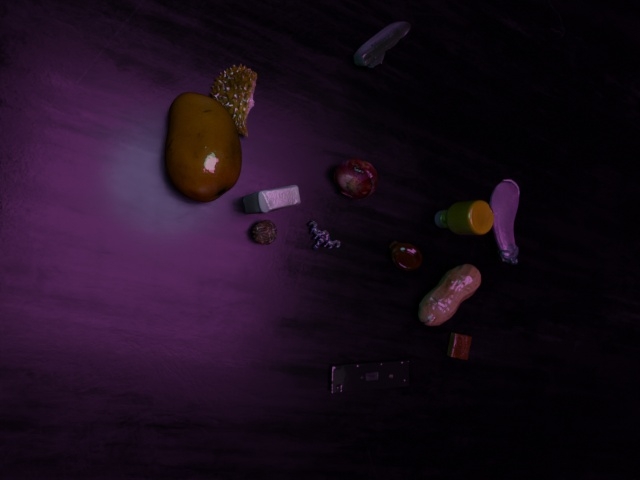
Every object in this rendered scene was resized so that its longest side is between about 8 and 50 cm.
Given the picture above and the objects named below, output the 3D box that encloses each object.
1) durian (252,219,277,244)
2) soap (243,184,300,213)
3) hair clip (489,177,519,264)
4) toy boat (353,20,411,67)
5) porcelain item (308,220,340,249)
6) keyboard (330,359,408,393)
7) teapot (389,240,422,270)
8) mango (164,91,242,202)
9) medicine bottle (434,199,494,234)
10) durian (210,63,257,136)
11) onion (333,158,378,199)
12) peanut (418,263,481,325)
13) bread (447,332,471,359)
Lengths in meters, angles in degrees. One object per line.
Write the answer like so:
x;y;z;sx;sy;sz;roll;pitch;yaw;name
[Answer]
-0.173;-0.026;1.373;0.091;0.080;0.080;10;87;-45;durian
-0.149;-0.118;1.325;0.121;0.183;0.063;-14;97;-25;soap
0.745;-0.081;1.802;0.095;0.110;0.358;12;79;-65;hair clip
0.224;-0.684;1.547;0.260;0.078;0.085;-43;131;-16;toy boat
0.000;0.000;1.485;0.136;0.021;0.075;37;80;-20;porcelain item
0.177;0.483;1.573;0.317;0.027;0.106;4;86;-25;keyboard
0.306;0.051;1.602;0.129;0.078;0.098;34;117;-7;teapot
-0.331;-0.266;1.248;0.211;0.173;0.317;-9;85;-4;mango
0.509;-0.080;1.611;0.122;0.212;0.121;-1;91;-25;medicine bottle
-0.247;-0.430;1.329;0.182;0.165;0.132;-56;155;10;durian
0.127;-0.222;1.497;0.150;0.150;0.140;46;42;-18;onion
0.475;0.202;1.652;0.290;0.130;0.130;-43;107;-11;peanut
0.542;0.413;1.734;0.090;0.035;0.094;16;84;-24;bread
